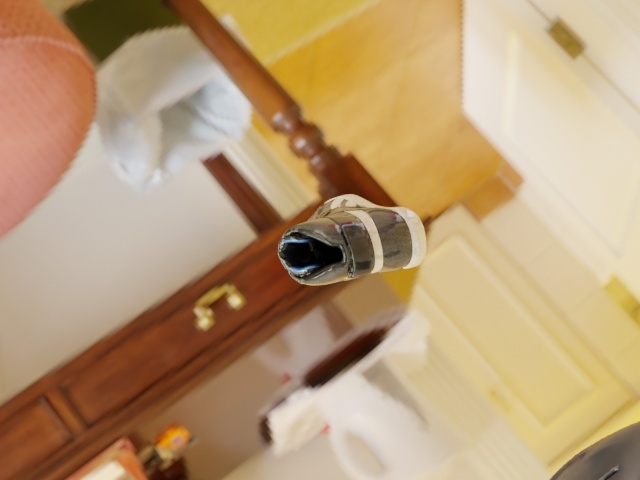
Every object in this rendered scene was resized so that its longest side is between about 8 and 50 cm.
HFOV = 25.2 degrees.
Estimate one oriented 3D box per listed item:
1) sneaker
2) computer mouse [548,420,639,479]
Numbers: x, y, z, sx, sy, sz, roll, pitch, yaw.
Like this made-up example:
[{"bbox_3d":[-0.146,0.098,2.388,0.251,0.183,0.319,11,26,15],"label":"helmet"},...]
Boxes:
[{"bbox_3d":[0.000,0.000,1.418,0.121,0.079,0.217,-10,-176,-27],"label":"sneaker"},{"bbox_3d":[0.230,0.231,1.173,0.272,0.188,0.072,-38,124,12],"label":"computer mouse"}]
